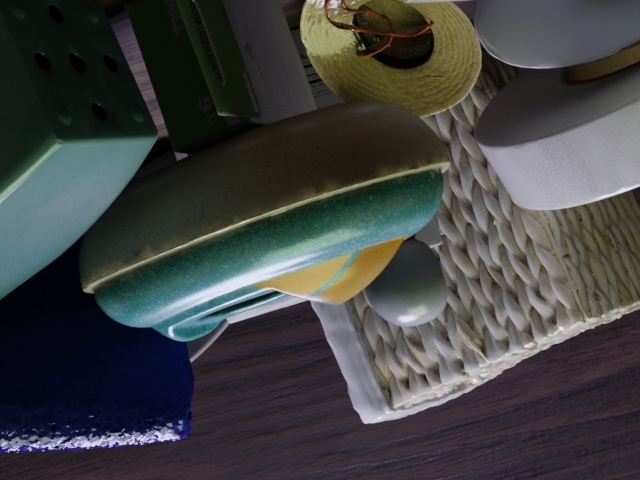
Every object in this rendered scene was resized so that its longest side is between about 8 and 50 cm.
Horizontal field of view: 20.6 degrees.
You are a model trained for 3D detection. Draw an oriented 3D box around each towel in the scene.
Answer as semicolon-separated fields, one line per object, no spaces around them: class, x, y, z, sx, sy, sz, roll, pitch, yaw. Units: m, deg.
towel;-0.254;0.052;1.250;0.308;0.227;0.076;0;151;-28

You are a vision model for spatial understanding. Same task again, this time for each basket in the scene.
basket;0.150;-0.026;1.799;0.266;0.331;0.328;-27;172;26

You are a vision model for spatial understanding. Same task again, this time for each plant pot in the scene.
plant pot;-0.231;-0.056;1.086;0.234;0.165;0.165;-30;170;28

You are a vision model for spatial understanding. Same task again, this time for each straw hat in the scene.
straw hat;0.058;-0.166;1.337;0.144;0.144;0.061;-21;-145;32

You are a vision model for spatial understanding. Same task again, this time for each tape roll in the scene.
tape roll;0.311;-0.160;1.487;0.392;0.072;0.392;-31;-168;7

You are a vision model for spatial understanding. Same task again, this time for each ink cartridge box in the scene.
ink cartridge box;-0.073;-0.118;1.198;0.062;0.109;0.209;-21;174;18

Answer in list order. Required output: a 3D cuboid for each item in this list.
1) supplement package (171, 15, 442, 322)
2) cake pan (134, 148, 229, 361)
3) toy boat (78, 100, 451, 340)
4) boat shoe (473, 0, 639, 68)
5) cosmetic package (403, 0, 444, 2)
supplement package;-0.022;-0.057;1.490;0.149;0.203;0.194;-16;174;-18
cake pan;-0.155;0.021;1.824;0.293;0.054;0.293;-41;150;-30
toy boat;0.000;0.000;1.246;0.268;0.148;0.318;-21;173;26
boat shoe;0.269;-0.217;1.396;0.301;0.108;0.102;-26;172;11
cosmetic package;0.156;-0.214;1.232;0.099;0.060;0.239;-25;171;40
